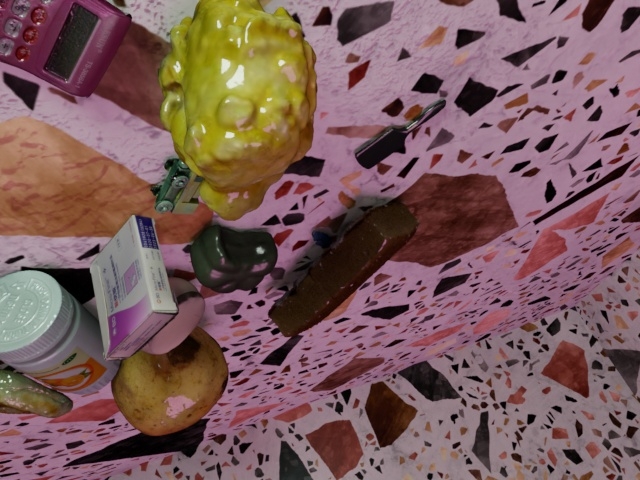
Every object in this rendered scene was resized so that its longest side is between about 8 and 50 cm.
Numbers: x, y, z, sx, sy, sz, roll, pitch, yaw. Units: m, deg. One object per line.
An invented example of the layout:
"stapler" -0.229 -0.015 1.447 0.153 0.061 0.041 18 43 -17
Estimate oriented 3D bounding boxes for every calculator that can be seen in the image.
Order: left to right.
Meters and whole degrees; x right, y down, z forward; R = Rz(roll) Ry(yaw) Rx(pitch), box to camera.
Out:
"calculator" -0.313 -0.237 0.490 0.190 0.034 0.126 18 132 -42

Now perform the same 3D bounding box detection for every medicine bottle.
"medicine bottle" -0.521 0.200 0.931 0.158 0.158 0.318 -17 150 -10
"medicine bottle" -0.333 0.084 0.827 0.171 0.201 0.052 -38 150 27

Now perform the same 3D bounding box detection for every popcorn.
"popcorn" -0.092 -0.157 0.576 0.192 0.233 0.266 -9 122 -33

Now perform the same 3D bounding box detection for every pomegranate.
"pomegranate" -0.365 0.333 1.150 0.281 0.281 0.281 -17 150 -10

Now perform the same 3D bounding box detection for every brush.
"brush" 0.152 -0.200 0.876 0.193 0.016 0.063 -32 150 17

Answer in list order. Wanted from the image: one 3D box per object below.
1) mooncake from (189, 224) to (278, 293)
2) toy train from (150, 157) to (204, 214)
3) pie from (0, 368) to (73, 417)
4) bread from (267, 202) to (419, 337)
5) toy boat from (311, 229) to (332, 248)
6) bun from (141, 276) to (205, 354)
"mooncake" -0.173 0.034 0.957 0.175 0.104 0.168 -17 144 -17
"toy train" -0.229 -0.087 0.772 0.081 0.050 0.122 2 142 -43
"pie" -0.682 0.326 1.004 0.302 0.067 0.302 10 150 6
"bread" 0.046 0.074 1.123 0.416 0.113 0.165 -47 165 33
"toy boat" 0.000 0.000 1.084 0.038 0.038 0.083 -30 154 14
"bun" -0.346 0.153 1.009 0.173 0.119 0.173 -50 160 -26
